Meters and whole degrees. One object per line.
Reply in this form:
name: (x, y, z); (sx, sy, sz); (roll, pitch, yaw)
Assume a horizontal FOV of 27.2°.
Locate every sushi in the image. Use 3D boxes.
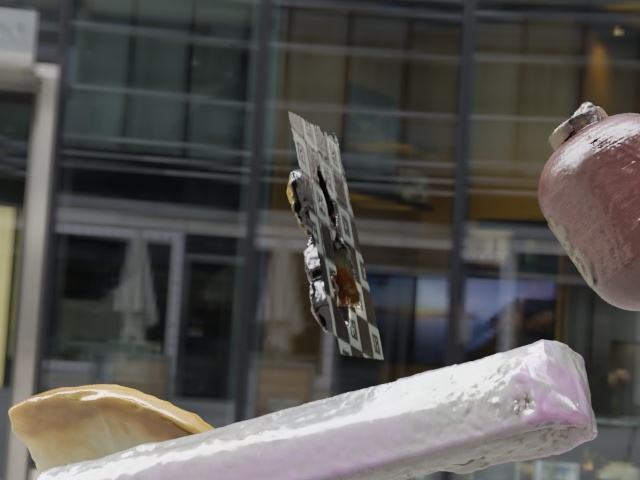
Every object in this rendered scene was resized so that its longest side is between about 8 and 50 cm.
sushi: (0.000, 0.000, 1.061); (0.031, 0.201, 0.139); (-15, -11, 16)

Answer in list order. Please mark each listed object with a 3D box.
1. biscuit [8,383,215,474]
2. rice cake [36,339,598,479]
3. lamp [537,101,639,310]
biscuit: (-0.124, 0.248, 1.124); (0.204, 0.309, 0.040); (-18, 14, 25)
rice cake: (-0.014, 0.147, 0.877); (0.399, 0.070, 0.064); (-16, -37, 5)
lamp: (0.340, -0.032, 1.450); (0.180, 0.258, 0.180); (-27, -20, -11)
